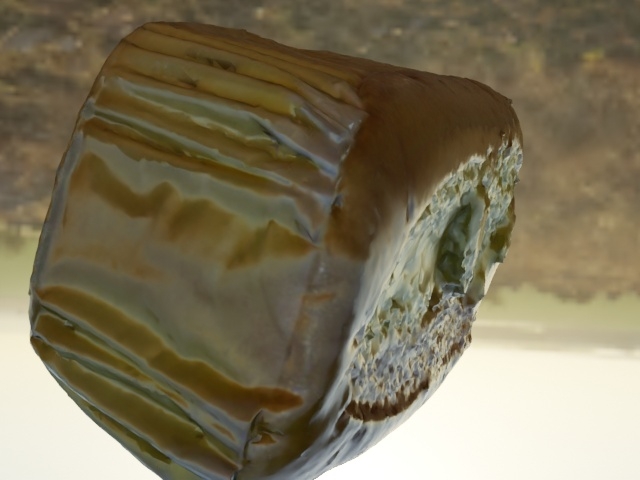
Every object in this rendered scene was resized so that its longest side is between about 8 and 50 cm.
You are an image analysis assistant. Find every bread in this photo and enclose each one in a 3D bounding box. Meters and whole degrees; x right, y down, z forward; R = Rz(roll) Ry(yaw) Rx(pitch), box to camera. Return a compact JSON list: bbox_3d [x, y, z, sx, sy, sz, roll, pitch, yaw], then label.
[{"bbox_3d":[0.000,0.000,0.617,0.119,0.152,0.288,21,-170,16],"label":"bread"}]
